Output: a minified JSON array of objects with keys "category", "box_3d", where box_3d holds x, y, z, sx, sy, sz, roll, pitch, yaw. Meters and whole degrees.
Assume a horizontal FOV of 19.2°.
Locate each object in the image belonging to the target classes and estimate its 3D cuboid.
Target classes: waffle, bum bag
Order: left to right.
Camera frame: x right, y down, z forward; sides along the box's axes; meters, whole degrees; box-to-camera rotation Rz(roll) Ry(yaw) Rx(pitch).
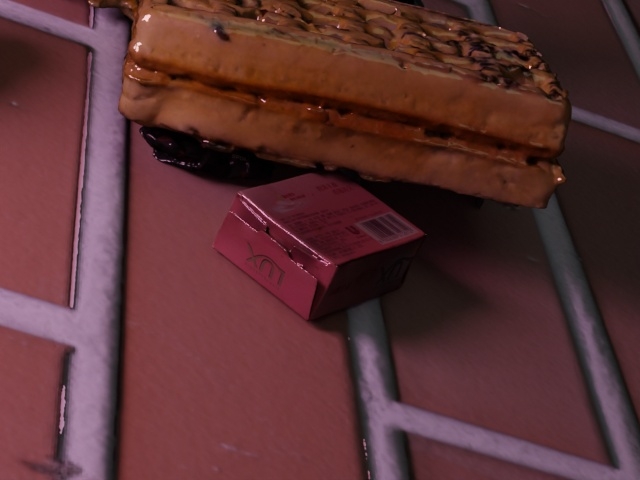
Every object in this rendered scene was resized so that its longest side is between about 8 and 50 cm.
[{"category":"bum bag","box_3d":[-0.093,-0.075,1.589,0.124,0.034,0.058,9,18,-30]},{"category":"waffle","box_3d":[0.017,-0.144,1.645,0.376,0.114,0.261,11,18,-9]}]

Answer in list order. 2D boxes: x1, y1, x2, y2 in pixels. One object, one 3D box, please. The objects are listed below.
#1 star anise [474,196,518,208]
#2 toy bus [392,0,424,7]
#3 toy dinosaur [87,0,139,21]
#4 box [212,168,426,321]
[{"category":"star anise","box_3d":[0.137,-0.085,1.795,0.141,0.042,0.141,22,27,-12]},{"category":"toy bus","box_3d":[0.046,-0.267,1.871,0.114,0.201,0.098,29,27,22]},{"category":"toy dinosaur","box_3d":[-0.168,-0.242,1.812,0.126,0.039,0.162,13,29,-20]},{"category":"box","box_3d":[0.000,0.000,1.514,0.111,0.060,0.156,39,27,23]}]
